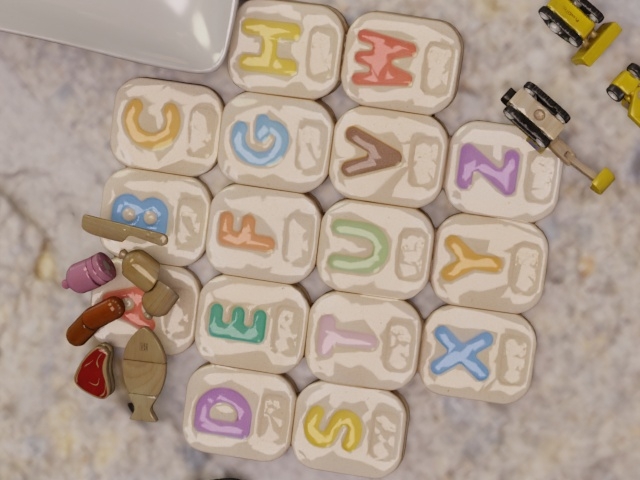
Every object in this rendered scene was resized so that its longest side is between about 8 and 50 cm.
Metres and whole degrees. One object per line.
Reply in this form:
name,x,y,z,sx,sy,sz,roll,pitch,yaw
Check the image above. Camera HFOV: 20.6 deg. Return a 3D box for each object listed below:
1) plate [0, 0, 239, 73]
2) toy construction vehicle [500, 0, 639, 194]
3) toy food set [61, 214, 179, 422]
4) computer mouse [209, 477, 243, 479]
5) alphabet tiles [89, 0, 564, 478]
plate,-0.167,-0.256,1.019,0.277,0.045,0.278,10,96,-10
toy construction vehicle,0.151,-0.087,1.030,0.098,0.035,0.086,40,81,-1
toy food set,-0.125,0.046,1.081,0.078,0.019,0.122,14,107,13
computer mouse,-0.157,0.183,1.112,0.242,0.041,0.071,-9,104,2
alphabet tiles,0.000,0.000,1.071,0.278,0.021,0.284,9,99,7
